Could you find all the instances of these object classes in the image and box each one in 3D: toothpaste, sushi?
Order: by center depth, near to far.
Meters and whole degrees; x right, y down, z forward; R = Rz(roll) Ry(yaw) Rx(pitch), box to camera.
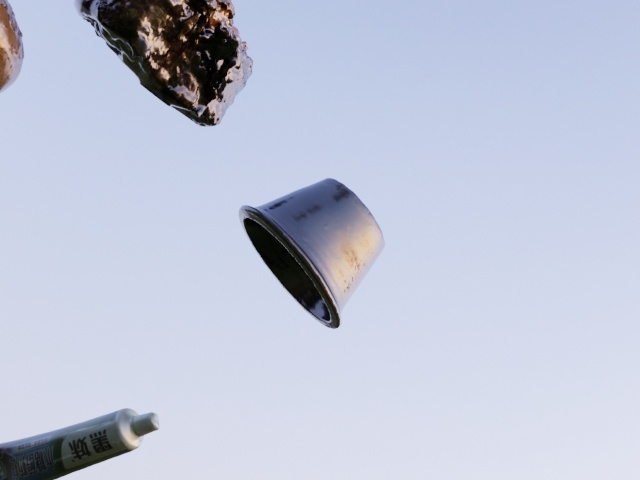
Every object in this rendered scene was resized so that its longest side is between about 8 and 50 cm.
[{"bbox_3d":[-0.401,0.325,1.506,0.392,0.098,0.061,-22,-7,26],"label":"toothpaste"},{"bbox_3d":[-0.218,-0.323,1.554,0.234,0.207,0.348,41,-4,30],"label":"sushi"}]

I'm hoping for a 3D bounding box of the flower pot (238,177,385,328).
[{"bbox_3d":[0.000,0.000,1.492,0.235,0.148,0.235,45,-16,17],"label":"flower pot"}]

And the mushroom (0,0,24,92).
[{"bbox_3d":[-0.550,-0.340,1.414,0.297,0.163,0.278,54,-34,-2],"label":"mushroom"}]
